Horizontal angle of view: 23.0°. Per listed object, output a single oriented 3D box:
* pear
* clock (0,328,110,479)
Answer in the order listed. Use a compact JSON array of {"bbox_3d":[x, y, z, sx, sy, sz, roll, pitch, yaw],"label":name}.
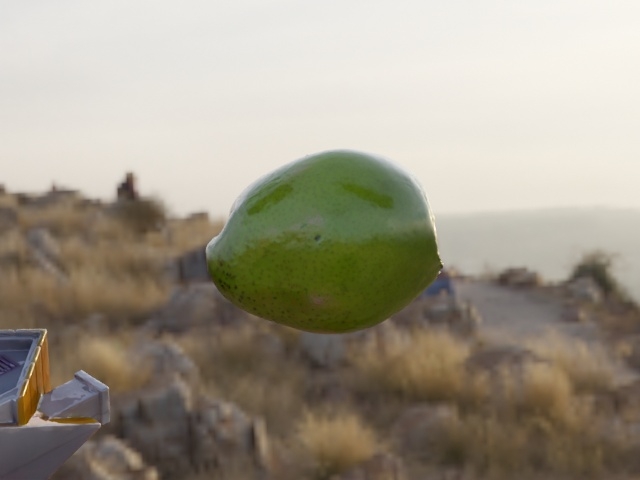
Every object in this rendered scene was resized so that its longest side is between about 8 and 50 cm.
[{"bbox_3d":[0.000,0.000,1.493,0.220,0.187,0.187,-9,1,-3],"label":"pear"},{"bbox_3d":[-0.364,0.195,1.512,0.235,0.166,0.310,27,38,36],"label":"clock"}]
